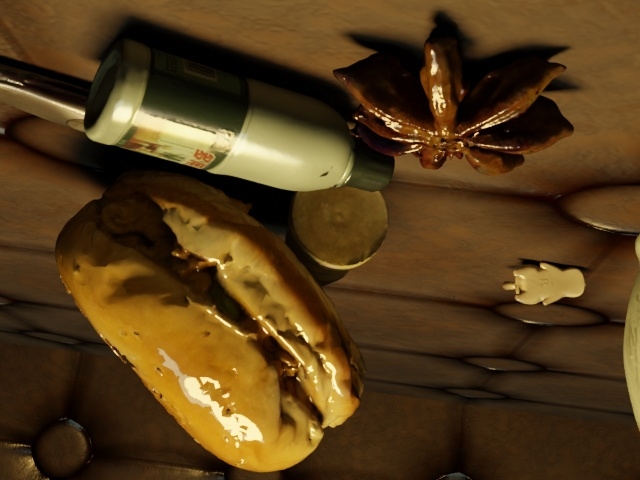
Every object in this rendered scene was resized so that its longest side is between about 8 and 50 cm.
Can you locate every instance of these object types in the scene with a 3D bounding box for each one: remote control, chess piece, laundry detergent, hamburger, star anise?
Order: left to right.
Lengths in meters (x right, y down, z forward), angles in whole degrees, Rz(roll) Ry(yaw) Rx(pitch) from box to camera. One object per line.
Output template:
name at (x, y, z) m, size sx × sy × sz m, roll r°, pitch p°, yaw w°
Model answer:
remote control at (-0.253, -0.119, 0.775) m, size 0.212 × 0.028 × 0.059 m, roll 14°, pitch 164°, yaw -23°
hamburger at (-0.104, 0.070, 0.966) m, size 0.304 × 0.174 × 0.284 m, roll 52°, pitch 170°, yaw -17°
laundry detergent at (-0.050, -0.079, 0.740) m, size 0.225 × 0.070 × 0.099 m, roll 13°, pitch 157°, yaw -24°
chess piece at (0.000, 0.000, 0.978) m, size 0.090 × 0.090 × 0.200 m, roll 10°, pitch 166°, yaw -8°
star anise at (0.085, -0.083, 0.669) m, size 0.167 × 0.057 × 0.168 m, roll 8°, pitch 167°, yaw 2°

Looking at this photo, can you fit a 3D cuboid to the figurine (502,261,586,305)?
figurine at (0.246, 0.046, 1.134) m, size 0.083 × 0.047 × 0.050 m, roll 2°, pitch -179°, yaw -3°

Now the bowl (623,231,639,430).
bowl at (0.305, 0.018, 0.696) m, size 0.313 × 0.146 × 0.313 m, roll -34°, pitch 164°, yaw -11°
